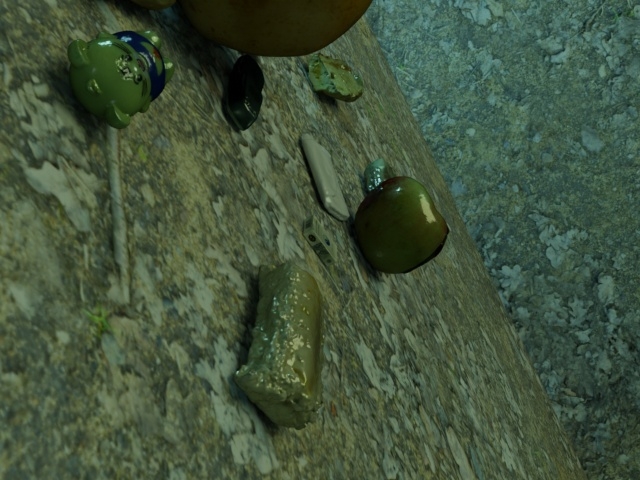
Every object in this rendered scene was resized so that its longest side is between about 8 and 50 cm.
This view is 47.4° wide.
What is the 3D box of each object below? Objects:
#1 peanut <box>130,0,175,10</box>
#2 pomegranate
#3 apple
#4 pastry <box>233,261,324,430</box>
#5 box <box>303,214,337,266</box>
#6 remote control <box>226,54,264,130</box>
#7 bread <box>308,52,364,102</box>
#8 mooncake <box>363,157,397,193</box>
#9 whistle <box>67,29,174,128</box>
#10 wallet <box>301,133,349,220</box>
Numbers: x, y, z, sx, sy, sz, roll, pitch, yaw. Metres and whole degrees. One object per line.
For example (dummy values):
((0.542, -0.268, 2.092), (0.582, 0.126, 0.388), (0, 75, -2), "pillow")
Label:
((-0.256, -0.375, 1.000), (0.098, 0.103, 0.229), (53, 16, 2), "peanut")
((-0.086, -0.495, 1.218), (0.416, 0.417, 0.416), (53, 21, -31), "pomegranate")
((0.168, -0.031, 1.584), (0.207, 0.188, 0.174), (64, 12, 22), "apple")
((-0.043, 0.127, 0.952), (0.258, 0.089, 0.121), (-81, 154, -56), "pastry")
((0.000, 0.000, 1.332), (0.083, 0.024, 0.054), (53, 19, -27), "box")
((-0.131, -0.265, 1.293), (0.072, 0.042, 0.222), (56, 20, -30), "remote control")
((0.036, -0.417, 1.911), (0.128, 0.088, 0.232), (57, 24, 6), "bread")
((0.163, -0.128, 1.878), (0.130, 0.073, 0.125), (46, 28, -40), "mooncake")
((-0.229, -0.202, 0.869), (0.105, 0.085, 0.227), (63, 17, -17), "whistle")
((0.012, -0.134, 1.537), (0.124, 0.032, 0.183), (36, 32, -60), "wallet")
